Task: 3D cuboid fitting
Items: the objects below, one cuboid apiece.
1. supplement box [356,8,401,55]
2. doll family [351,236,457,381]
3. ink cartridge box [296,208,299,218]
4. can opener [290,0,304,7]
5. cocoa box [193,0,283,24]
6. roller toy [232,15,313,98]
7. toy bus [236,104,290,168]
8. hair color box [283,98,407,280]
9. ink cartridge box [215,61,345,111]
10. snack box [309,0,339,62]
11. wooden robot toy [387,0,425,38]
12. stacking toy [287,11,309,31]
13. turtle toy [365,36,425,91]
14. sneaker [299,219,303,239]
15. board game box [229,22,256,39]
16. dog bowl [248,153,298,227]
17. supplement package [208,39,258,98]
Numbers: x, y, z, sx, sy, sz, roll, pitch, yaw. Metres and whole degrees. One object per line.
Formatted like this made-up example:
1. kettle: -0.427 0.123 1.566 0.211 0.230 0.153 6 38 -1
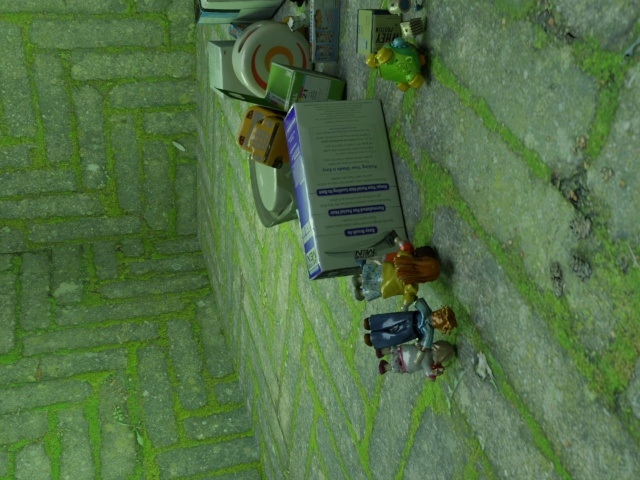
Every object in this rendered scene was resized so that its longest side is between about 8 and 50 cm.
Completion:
1. supplement box: 0.108 -0.389 1.321 0.083 0.056 0.083 -133 40 -63
2. doll family: 0.148 0.116 1.213 0.118 0.163 0.263 10 -112 -62
3. ink cartridge box: 0.000 0.000 1.865 0.179 0.045 0.145 69 166 -16
4. can opener: -0.070 -0.687 1.784 0.073 0.059 0.186 164 99 -73
5. cocoa box: -0.255 -0.824 2.039 0.228 0.231 0.347 179 85 -73
6. roller toy: -0.126 -0.467 1.818 0.146 0.191 0.209 -129 37 -62
7. toy bus: -0.093 -0.252 1.656 0.108 0.130 0.333 -68 -12 17
8. hair color box: 0.048 -0.102 1.398 0.110 0.185 0.338 135 127 -69
9. ink cartridge box: -0.097 -0.358 1.630 0.189 0.255 0.097 -134 55 -63
10. snack box: 0.009 -0.491 1.589 0.022 0.064 0.178 -131 39 -59
11. wooden robot toy: 0.152 -0.422 1.156 0.079 0.076 0.173 21 117 59
12. stacking toy: -0.083 -0.618 1.649 0.167 0.052 0.221 62 169 17
13. turtle toy: 0.133 -0.312 1.232 0.066 0.095 0.130 -58 18 -5
14. sneaker: 0.027 -0.095 1.570 0.180 0.125 0.321 159 104 -73
15. board game box: -0.178 -0.597 2.035 0.201 0.136 0.035 -128 36 -59
16. dog bowl: -0.125 -0.212 2.058 0.349 0.102 0.348 174 90 -73
17. supplement package: -0.219 -0.512 2.098 0.203 0.194 0.149 -131 38 -63
